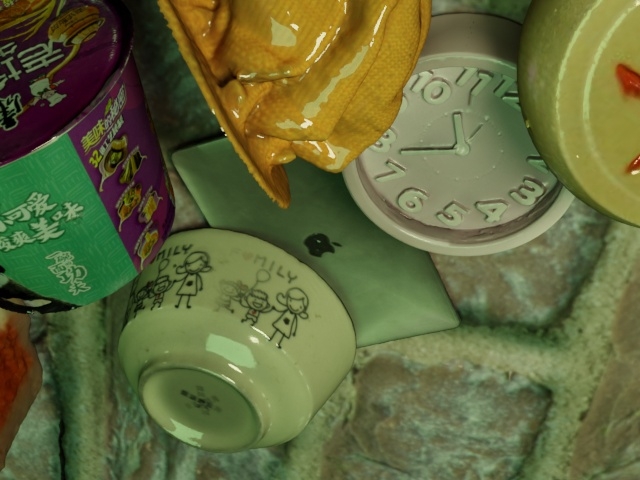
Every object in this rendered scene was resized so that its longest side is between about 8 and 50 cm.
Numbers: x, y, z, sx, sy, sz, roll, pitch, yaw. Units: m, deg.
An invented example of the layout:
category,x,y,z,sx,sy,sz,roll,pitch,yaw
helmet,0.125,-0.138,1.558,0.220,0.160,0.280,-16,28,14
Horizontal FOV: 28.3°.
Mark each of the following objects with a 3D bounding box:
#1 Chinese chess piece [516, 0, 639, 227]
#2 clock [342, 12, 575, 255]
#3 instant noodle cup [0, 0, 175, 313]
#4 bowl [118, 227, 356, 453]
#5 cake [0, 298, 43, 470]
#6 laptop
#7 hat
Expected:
category,x,y,z,sx,sy,sz,roll,pitch,yaw
Chinese chess piece,0.266,-0.124,0.904,0.250,0.097,0.251,-2,119,-4
clock,0.116,-0.083,1.034,0.196,0.068,0.197,5,128,7
instant noodle cup,-0.242,-0.069,1.052,0.251,0.251,0.190,-2,137,17
bowl,-0.092,0.116,1.213,0.237,0.126,0.238,11,135,12
cake,-0.438,0.140,1.228,0.230,0.309,0.237,7,135,16
laptop,0.000,0.000,1.177,0.187,0.015,0.269,-13,124,24
hat,0.021,-0.182,0.928,0.233,0.244,0.233,-27,100,8
